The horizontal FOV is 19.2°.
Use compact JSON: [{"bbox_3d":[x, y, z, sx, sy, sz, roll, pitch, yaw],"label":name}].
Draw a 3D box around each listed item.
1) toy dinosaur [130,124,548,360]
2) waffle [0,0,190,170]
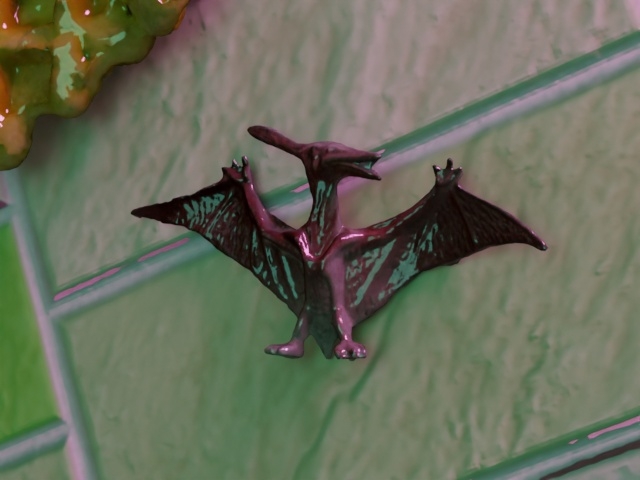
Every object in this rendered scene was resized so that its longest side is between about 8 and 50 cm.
[{"bbox_3d":[0.001,0.000,0.858,0.220,0.032,0.108,3,85,28],"label":"toy dinosaur"},{"bbox_3d":[-0.167,-0.200,0.957,0.312,0.060,0.307,36,96,24],"label":"waffle"}]
